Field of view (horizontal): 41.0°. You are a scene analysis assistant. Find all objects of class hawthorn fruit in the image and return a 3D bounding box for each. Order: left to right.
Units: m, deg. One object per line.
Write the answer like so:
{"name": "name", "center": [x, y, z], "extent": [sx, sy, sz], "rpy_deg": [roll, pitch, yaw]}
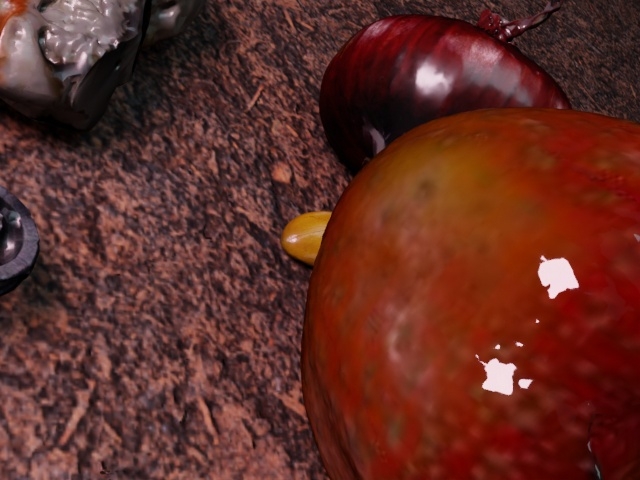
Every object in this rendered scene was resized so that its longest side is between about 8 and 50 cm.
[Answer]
{"name": "hawthorn fruit", "center": [0.154, 0.084, 0.671], "extent": [0.403, 0.403, 0.403], "rpy_deg": [25, 46, -29]}

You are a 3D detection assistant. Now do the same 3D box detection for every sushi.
{"name": "sushi", "center": [-0.189, -0.195, 0.721], "extent": [0.130, 0.124, 0.332], "rpy_deg": [31, 44, -8]}

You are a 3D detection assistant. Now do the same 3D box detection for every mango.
{"name": "mango", "center": [0.000, 0.000, 0.815], "extent": [0.089, 0.046, 0.060], "rpy_deg": [-3, 64, -40]}

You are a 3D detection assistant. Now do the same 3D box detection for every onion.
{"name": "onion", "center": [0.142, -0.142, 0.875], "extent": [0.273, 0.273, 0.285], "rpy_deg": [32, 83, -23]}

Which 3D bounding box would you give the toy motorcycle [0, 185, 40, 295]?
{"name": "toy motorcycle", "center": [-0.315, -0.027, 0.488], "extent": [0.307, 0.108, 0.173], "rpy_deg": [-5, 60, -48]}
